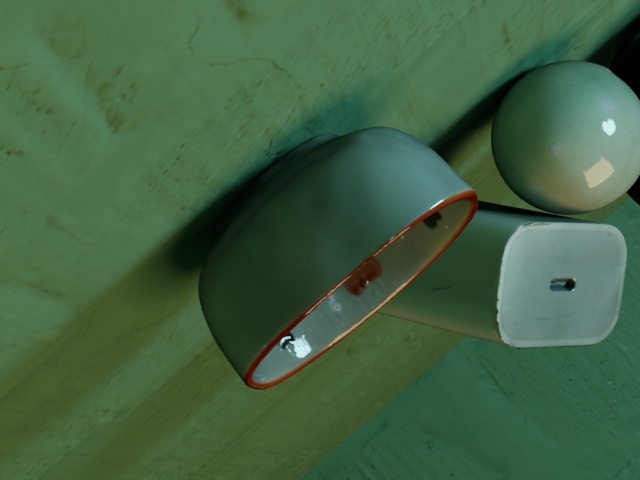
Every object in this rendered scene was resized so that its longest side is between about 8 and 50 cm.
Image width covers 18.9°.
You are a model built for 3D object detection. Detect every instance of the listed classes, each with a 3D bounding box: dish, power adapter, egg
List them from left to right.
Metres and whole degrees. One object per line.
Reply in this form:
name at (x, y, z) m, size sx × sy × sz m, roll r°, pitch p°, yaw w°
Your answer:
dish at (0.000, 0.000, 1.526) m, size 0.256 × 0.117 × 0.256 m, roll -38°, pitch 170°, yaw -8°
power adapter at (0.146, 0.025, 1.901) m, size 0.187 × 0.255 × 0.124 m, roll 2°, pitch 96°, yaw -44°
egg at (0.247, -0.101, 1.880) m, size 0.151 × 0.151 × 0.209 m, roll -44°, pitch 172°, yaw 20°

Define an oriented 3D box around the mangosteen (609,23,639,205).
mangosteen at (0.461, -0.151, 2.087) m, size 0.313 × 0.297 × 0.297 m, roll -50°, pitch 177°, yaw -33°
